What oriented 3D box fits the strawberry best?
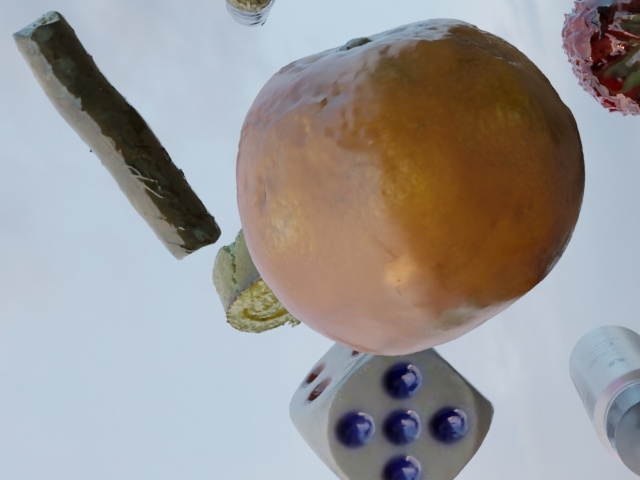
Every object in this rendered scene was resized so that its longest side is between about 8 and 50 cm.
[{"bbox_3d":[0.447,-0.298,1.393,0.261,0.261,0.257,60,-178,-29],"label":"strawberry"}]

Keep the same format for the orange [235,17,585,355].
[{"bbox_3d":[0.066,-0.041,0.764,0.261,0.261,0.261,38,-135,-51],"label":"orange"}]

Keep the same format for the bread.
[{"bbox_3d":[-0.062,0.042,1.742,0.186,0.257,0.124,20,-146,-48],"label":"bread"}]

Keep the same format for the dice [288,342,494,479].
[{"bbox_3d":[0.113,0.274,1.677,0.243,0.251,0.259,45,180,-4],"label":"dice"}]

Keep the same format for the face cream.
[{"bbox_3d":[0.287,0.147,0.926,0.311,0.092,0.092,-42,-64,-81],"label":"face cream"}]

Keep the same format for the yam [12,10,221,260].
[{"bbox_3d":[-0.223,-0.114,1.118,0.071,0.067,0.317,-37,-90,-25],"label":"yam"}]

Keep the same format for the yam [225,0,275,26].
[{"bbox_3d":[-0.079,-0.271,1.139,0.274,0.061,0.061,-117,8,-81],"label":"yam"}]
